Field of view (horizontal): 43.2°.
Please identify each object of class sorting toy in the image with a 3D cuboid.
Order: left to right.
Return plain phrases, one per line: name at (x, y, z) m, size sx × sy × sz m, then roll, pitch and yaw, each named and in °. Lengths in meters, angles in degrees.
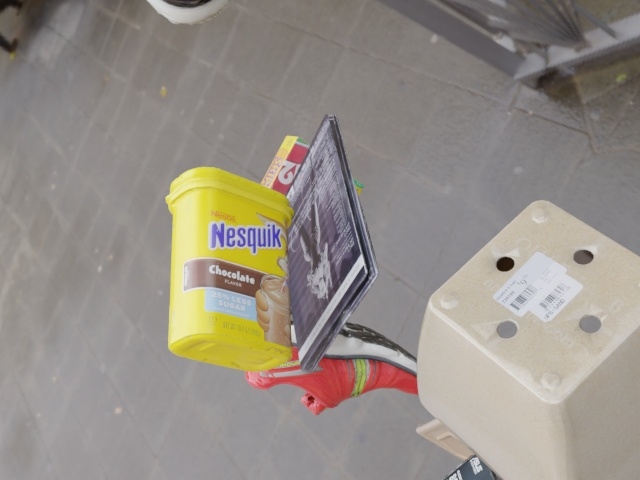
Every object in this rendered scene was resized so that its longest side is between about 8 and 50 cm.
sorting toy at (0.221, 0.253, 0.944) m, size 0.038 × 0.193 × 0.208 m, roll -59°, pitch -3°, yaw -17°

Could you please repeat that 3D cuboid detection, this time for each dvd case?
dvd case at (0.000, 0.000, 0.843) m, size 0.164 × 0.018 × 0.221 m, roll 120°, pitch 150°, yaw -41°

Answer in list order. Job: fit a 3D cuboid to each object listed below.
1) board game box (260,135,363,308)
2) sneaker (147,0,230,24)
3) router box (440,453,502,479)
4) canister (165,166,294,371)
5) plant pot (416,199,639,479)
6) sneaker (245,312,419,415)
board game box at (-0.052, 0.010, 1.021) m, size 0.039 × 0.124 × 0.259 m, roll 18°, pitch 77°, yaw 57°
sneaker at (-0.169, -0.311, 0.610) m, size 0.102 × 0.293 × 0.146 m, roll -41°, pitch -2°, yaw -3°
router box at (0.115, 0.230, 0.627) m, size 0.092 × 0.038 × 0.122 m, roll -42°, pitch 12°, yaw 9°
canister at (-0.085, 0.030, 0.772) m, size 0.073 × 0.126 × 0.170 m, roll -30°, pitch 53°, yaw 40°
plant pot at (0.107, 0.049, 0.364) m, size 0.109 × 0.096 × 0.109 m, roll -41°, pitch 51°, yaw -10°
sneaker at (0.024, 0.167, 1.028) m, size 0.107 × 0.279 × 0.118 m, roll 30°, pitch 100°, yaw 61°
